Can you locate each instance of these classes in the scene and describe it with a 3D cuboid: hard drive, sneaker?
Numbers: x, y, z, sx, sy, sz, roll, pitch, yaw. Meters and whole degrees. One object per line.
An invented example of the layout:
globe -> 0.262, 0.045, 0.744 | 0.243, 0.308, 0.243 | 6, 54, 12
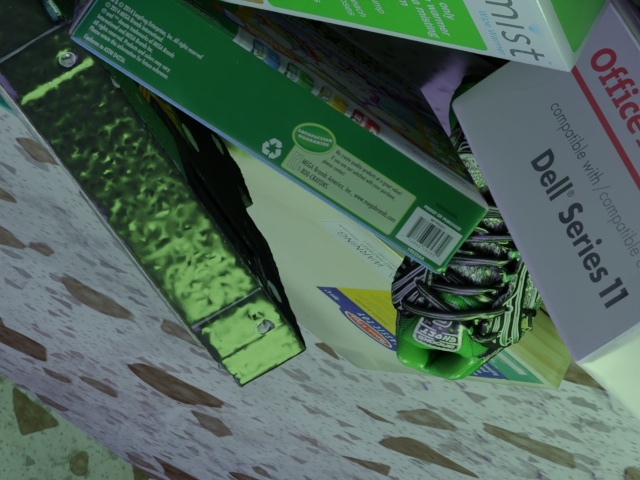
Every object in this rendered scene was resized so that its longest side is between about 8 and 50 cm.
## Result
hard drive -> -0.134, -0.088, 1.083 | 0.339, 0.064, 0.237 | 57, -174, -37
sneaker -> 0.123, 0.006, 1.142 | 0.134, 0.146, 0.343 | 24, 158, 9

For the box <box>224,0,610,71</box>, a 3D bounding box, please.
box -> 0.007, -0.216, 0.752 | 0.231, 0.127, 0.262 | 17, 159, 31

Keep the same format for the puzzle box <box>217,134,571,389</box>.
puzzle box -> 0.000, 0.000, 1.439 | 0.409, 0.052, 0.272 | 40, 157, -33

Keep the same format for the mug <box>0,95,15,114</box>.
mug -> -0.226, -0.162, 1.244 | 0.129, 0.097, 0.157 | 35, 160, -25

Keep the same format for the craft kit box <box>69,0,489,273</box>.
craft kit box -> -0.030, -0.105, 1.012 | 0.250, 0.061, 0.246 | 32, -168, -17

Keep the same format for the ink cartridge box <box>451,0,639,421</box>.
ink cartridge box -> 0.196, 0.009, 0.916 | 0.353, 0.119, 0.207 | 42, -160, -43
